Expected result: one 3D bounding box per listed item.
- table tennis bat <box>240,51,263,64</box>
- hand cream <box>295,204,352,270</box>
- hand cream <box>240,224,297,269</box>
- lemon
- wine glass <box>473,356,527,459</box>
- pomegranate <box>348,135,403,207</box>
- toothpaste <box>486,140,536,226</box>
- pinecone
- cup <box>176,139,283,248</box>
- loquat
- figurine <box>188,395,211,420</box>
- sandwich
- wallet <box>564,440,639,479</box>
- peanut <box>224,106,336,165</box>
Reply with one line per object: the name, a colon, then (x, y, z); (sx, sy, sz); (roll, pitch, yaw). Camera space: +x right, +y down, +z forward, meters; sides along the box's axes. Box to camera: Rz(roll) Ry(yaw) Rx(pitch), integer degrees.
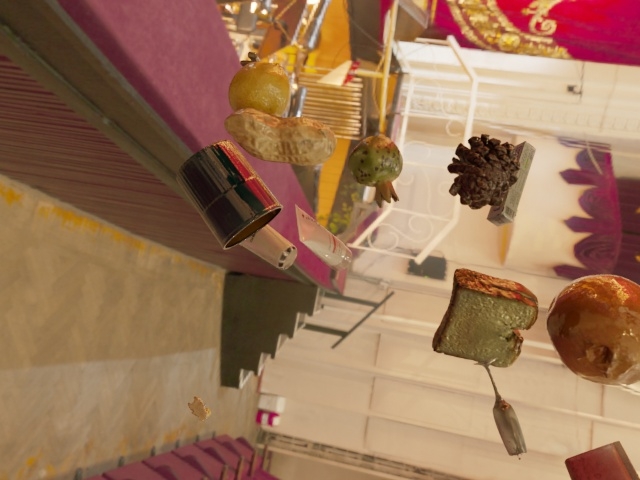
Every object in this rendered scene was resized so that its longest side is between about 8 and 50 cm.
table tennis bat: (-0.225, -0.643, 1.781); (0.274, 0.154, 0.021); (-65, 165, -83)
hand cream: (0.000, 0.000, 1.445); (0.248, 0.083, 0.133); (40, 29, -47)
hand cream: (-0.259, -0.004, 2.162); (0.118, 0.359, 0.185); (1, 118, -56)
lemon: (-0.177, -0.436, 1.435); (0.203, 0.178, 0.178); (-57, 174, 8)
wine glass: (0.491, 0.453, 1.319); (0.074, 0.074, 0.262); (66, 7, -74)
pomegranate: (0.250, -0.290, 2.004); (0.285, 0.231, 0.231); (57, 15, -4)
toothpaste: (0.710, -0.212, 1.801); (0.336, 0.067, 0.081); (-64, -164, -21)
pinecone: (0.509, -0.222, 1.527); (0.202, 0.229, 0.201); (33, 36, -41)
cup: (-0.299, -0.159, 1.646); (0.242, 0.292, 0.308); (-37, 178, 15)
loquat: (0.831, 0.255, 1.418); (0.328, 0.329, 0.328); (9, 90, -81)
figurine: (-0.372, 0.527, 1.525); (0.047, 0.083, 0.051); (-46, 156, 8)
sandwich: (0.477, 0.231, 1.405); (0.095, 0.249, 0.273); (-58, 160, -56)
wallet: (0.550, 0.496, 0.897); (0.025, 0.119, 0.232); (48, 23, -25)
peanut: (-0.109, -0.290, 1.365); (0.153, 0.325, 0.140); (-15, -112, 63)
